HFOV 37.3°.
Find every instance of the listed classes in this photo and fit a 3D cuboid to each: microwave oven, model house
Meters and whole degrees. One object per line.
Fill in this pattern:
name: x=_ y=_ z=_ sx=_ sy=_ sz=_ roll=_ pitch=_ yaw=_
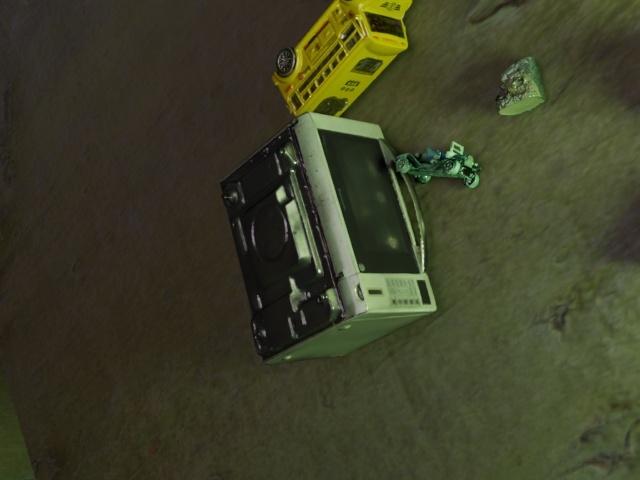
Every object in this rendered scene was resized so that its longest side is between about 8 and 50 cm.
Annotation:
microwave oven: x=0.000 y=0.000 z=1.807 sx=0.333 sy=0.247 sz=0.394 roll=-32 pitch=67 yaw=44
model house: x=0.335 y=-0.264 z=1.616 sx=0.079 sy=0.066 sz=0.083 roll=-24 pitch=71 yaw=41

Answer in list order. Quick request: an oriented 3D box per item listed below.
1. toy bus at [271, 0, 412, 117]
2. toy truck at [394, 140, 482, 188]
toy bus: x=0.056 y=-0.379 z=1.848 sx=0.330 sy=0.144 sz=0.152 roll=-44 pitch=60 yaw=37
toy truck: x=0.215 y=-0.145 z=1.731 sx=0.154 sy=0.080 sz=0.078 roll=8 pitch=78 yaw=45
